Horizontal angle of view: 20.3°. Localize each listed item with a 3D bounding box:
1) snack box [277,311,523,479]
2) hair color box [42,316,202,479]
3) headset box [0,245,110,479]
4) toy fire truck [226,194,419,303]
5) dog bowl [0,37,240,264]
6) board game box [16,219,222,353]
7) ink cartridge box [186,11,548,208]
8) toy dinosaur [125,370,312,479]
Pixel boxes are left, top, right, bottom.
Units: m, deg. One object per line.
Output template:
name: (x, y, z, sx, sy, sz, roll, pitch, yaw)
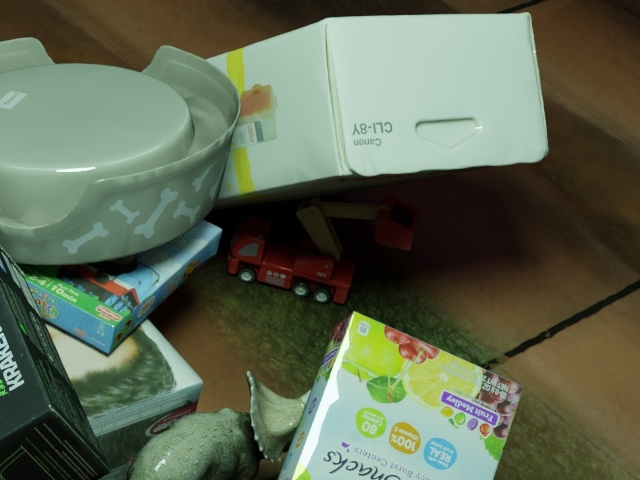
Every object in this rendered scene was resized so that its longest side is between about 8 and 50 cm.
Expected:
snack box: (0.064, 0.193, 1.580, 0.174, 0.070, 0.207, 23, 70, -8)
hair color box: (-0.301, 0.085, 1.758, 0.185, 0.114, 0.374, -18, 49, -36)
headset box: (-0.364, 0.152, 1.540, 0.283, 0.131, 0.246, -30, 53, 0)
toy fire truck: (0.000, 0.000, 1.945, 0.192, 0.135, 0.047, 16, 38, 1)
dog bowl: (-0.252, -0.091, 1.763, 0.348, 0.102, 0.349, 1, 28, 0)
board game box: (-0.217, 0.013, 1.757, 0.160, 0.039, 0.211, 26, 35, 13)
ink cartridge box: (0.013, -0.131, 1.904, 0.279, 0.160, 0.384, -7, 0, -36)
toy dinosaur: (-0.124, 0.211, 1.620, 0.313, 0.160, 0.121, -20, 49, -38)
